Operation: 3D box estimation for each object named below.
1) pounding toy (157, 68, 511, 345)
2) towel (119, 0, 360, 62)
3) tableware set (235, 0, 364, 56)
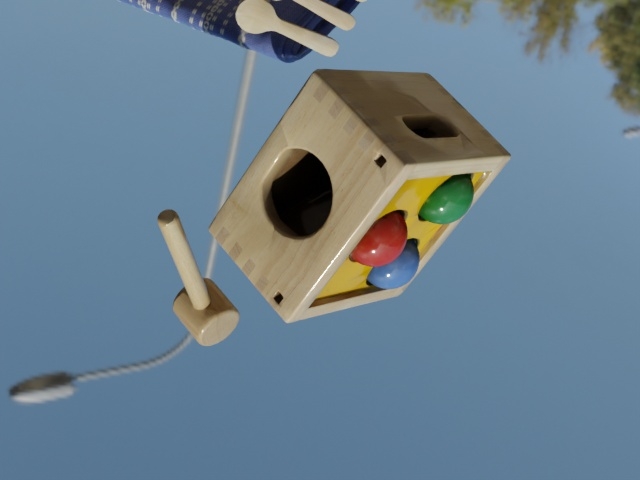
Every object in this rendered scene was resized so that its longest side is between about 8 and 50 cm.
[{"bbox_3d":[-0.008,0.005,0.691,0.094,0.206,0.181,48,-150,21],"label":"pounding toy"},{"bbox_3d":[-0.064,-0.262,0.918,0.336,0.040,0.243,26,-114,37],"label":"towel"},{"bbox_3d":[-0.024,-0.122,0.373,0.154,0.104,0.024,20,-158,-34],"label":"tableware set"}]
